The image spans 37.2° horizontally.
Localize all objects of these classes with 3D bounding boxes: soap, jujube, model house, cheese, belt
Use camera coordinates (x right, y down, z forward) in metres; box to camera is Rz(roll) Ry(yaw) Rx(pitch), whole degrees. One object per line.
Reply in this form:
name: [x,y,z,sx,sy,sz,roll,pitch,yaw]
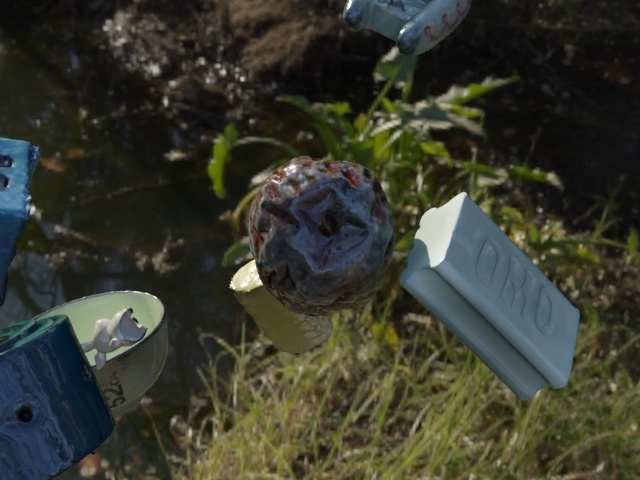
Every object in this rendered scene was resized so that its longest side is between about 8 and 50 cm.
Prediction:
soap: [0.243,0.079,1.332,0.265,0.087,0.160,44,43,-18]
jujube: [0.000,0.000,1.407,0.226,0.317,0.226,0,78,-2]
model house: [-0.621,-0.046,1.529,0.303,0.237,0.215,10,41,-25]
cheese: [-0.065,0.108,1.627,0.123,0.167,0.094,-15,35,32]
belt: [-0.448,0.220,1.041,0.436,0.173,0.300,-24,5,12]

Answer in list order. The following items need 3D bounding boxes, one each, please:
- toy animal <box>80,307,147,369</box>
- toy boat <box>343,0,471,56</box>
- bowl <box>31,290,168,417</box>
toy animal: [-0.390,0.182,1.784,0.124,0.071,0.085,-20,44,35]
toy boat: [0.117,-0.310,1.179,0.134,0.079,0.207,28,49,20]
bowl: [-0.486,0.270,2.059,0.354,0.185,0.354,-9,23,4]
